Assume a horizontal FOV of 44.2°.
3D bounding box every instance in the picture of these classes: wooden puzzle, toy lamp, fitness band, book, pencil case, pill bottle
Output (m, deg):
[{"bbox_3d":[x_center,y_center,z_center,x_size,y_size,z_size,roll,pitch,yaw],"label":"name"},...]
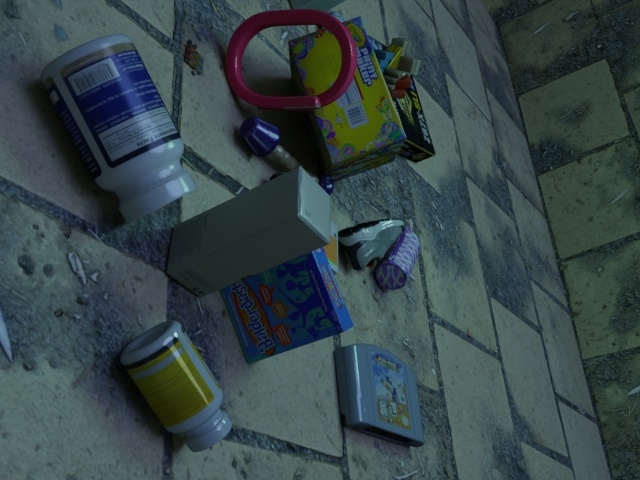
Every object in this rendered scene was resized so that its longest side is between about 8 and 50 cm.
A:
[{"bbox_3d":[-0.258,-0.371,1.613,0.049,0.006,0.083,40,39,-42],"label":"wooden puzzle"},{"bbox_3d":[-0.074,-0.179,1.726,0.274,0.080,0.080,38,40,-47],"label":"toy lamp"},{"bbox_3d":[-0.064,-0.381,1.667,0.054,0.290,0.209,-3,97,-69],"label":"fitness band"},{"bbox_3d":[0.000,0.000,1.774,0.096,0.035,0.144,41,37,-35],"label":"book"},{"bbox_3d":[0.200,0.047,2.030,0.088,0.086,0.206,68,25,-19],"label":"pencil case"},{"bbox_3d":[-0.209,0.219,1.172,0.184,0.103,0.103,61,29,-13],"label":"pill bottle"},{"bbox_3d":[-0.307,-0.170,1.228,0.265,0.153,0.153,64,28,-8],"label":"pill bottle"}]

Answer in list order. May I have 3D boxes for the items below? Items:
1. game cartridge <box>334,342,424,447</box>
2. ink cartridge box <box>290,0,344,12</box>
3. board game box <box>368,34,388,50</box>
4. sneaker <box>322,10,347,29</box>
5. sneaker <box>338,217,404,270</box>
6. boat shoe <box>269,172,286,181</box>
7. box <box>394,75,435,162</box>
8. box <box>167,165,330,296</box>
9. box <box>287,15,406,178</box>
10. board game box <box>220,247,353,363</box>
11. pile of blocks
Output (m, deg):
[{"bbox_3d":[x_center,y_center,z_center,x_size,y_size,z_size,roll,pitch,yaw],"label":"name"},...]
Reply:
[{"bbox_3d":[0.136,0.338,1.749,0.297,0.062,0.198,31,49,-48],"label":"game cartridge"},{"bbox_3d":[-0.025,-0.721,2.144,0.128,0.127,0.176,-16,84,-61],"label":"ink cartridge box"},{"bbox_3d":[0.070,-0.494,2.110,0.243,0.165,0.042,7,64,-58],"label":"board game box"},{"bbox_3d":[0.094,-0.569,2.277,0.228,0.087,0.092,36,47,-39],"label":"sneaker"},{"bbox_3d":[0.130,0.006,1.946,0.271,0.100,0.108,-20,99,-57],"label":"sneaker"},{"bbox_3d":[-0.084,-0.051,1.616,0.079,0.084,0.233,12,51,-27],"label":"boat shoe"},{"bbox_3d":[0.235,-0.420,2.442,0.257,0.079,0.322,16,57,-58],"label":"box"},{"bbox_3d":[-0.120,-0.010,1.308,0.094,0.275,0.113,43,36,-41],"label":"box"},{"bbox_3d":[0.053,-0.312,1.823,0.279,0.176,0.290,106,-36,-85],"label":"box"},{"bbox_3d":[-0.065,0.112,1.389,0.047,0.210,0.160,-18,85,-61],"label":"board game box"},{"bbox_3d":[0.158,-0.394,2.057,0.362,0.112,0.149,-58,149,-14],"label":"pile of blocks"}]
